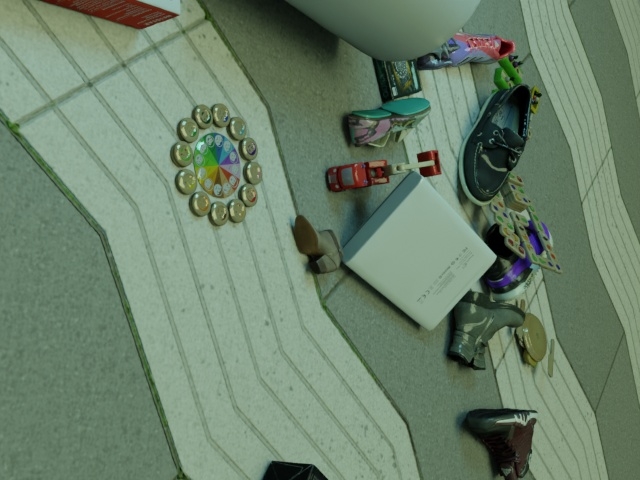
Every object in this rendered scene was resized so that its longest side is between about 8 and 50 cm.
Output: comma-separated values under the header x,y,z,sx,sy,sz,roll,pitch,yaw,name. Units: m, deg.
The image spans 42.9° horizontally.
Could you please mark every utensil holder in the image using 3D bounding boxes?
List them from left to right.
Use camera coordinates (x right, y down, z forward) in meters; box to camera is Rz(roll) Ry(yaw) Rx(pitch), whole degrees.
x,y,z,sx,sy,sz,roll,pitch,yaw,name
0.054,-0.491,1.280,0.385,0.327,0.328,21,68,-52,utensil holder

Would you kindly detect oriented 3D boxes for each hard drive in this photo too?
x,y,z,sx,sy,sz,roll,pitch,yaw,name
0.188,0.030,1.514,0.203,0.040,0.307,-48,133,3,hard drive

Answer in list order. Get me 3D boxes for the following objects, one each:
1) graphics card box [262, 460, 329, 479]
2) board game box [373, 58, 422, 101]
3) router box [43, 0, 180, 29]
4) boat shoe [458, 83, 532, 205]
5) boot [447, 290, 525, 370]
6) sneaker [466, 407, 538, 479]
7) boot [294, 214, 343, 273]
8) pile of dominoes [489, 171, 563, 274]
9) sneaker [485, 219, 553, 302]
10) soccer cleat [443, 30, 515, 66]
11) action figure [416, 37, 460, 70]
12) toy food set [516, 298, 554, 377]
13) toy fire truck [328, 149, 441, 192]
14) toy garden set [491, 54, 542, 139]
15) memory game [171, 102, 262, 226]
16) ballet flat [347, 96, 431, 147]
x,y,z,sx,sy,sz,roll,pitch,yaw,name
0.007,0.534,1.246,0.371,0.094,0.233,54,46,-34,graphics card box
0.144,-0.377,1.621,0.126,0.026,0.186,-25,105,-52,board game box
-0.314,-0.459,0.984,0.301,0.082,0.336,1,84,-53,router box
0.414,-0.230,1.851,0.127,0.113,0.340,40,54,-14,boat shoe
0.356,0.208,1.783,0.246,0.083,0.161,20,76,-44,boot
0.405,0.452,1.776,0.281,0.106,0.163,14,77,-52,sneaker
0.000,0.000,1.368,0.087,0.042,0.119,-39,116,-55,boot
0.466,-0.053,1.870,0.196,0.040,0.251,17,44,-37,pile of dominoes
0.458,0.005,1.915,0.146,0.102,0.293,60,41,-19,sneaker
0.355,-0.440,1.851,0.248,0.095,0.083,-13,95,-53,soccer cleat
0.211,-0.498,1.653,0.185,0.099,0.285,-83,158,-56,action figure
0.522,0.244,2.022,0.192,0.038,0.132,49,42,-30,toy food set
0.118,-0.124,1.457,0.192,0.135,0.047,-14,95,-53,toy fire truck
0.504,-0.339,2.069,0.204,0.049,0.244,39,56,-43,toy garden set
-0.149,-0.112,1.206,0.186,0.012,0.186,12,75,-52,memory game
0.128,-0.219,1.547,0.221,0.077,0.079,-22,127,-45,ballet flat
